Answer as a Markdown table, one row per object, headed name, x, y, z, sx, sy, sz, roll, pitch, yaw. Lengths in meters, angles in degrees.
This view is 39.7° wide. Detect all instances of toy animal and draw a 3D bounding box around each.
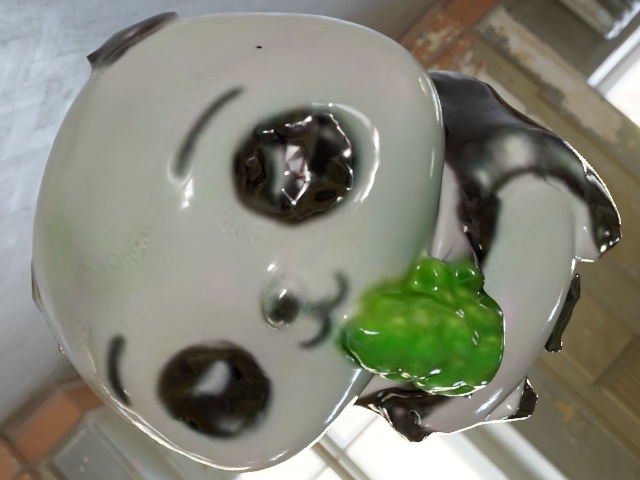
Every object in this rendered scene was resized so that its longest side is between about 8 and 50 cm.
| name | x | y | z | sx | sy | sz | roll | pitch | yaw |
| --- | --- | --- | --- | --- | --- | --- | --- | --- | --- |
| toy animal | 0.005 | 0.005 | 0.429 | 0.266 | 0.213 | 0.213 | 3 | 133 | -46 |
